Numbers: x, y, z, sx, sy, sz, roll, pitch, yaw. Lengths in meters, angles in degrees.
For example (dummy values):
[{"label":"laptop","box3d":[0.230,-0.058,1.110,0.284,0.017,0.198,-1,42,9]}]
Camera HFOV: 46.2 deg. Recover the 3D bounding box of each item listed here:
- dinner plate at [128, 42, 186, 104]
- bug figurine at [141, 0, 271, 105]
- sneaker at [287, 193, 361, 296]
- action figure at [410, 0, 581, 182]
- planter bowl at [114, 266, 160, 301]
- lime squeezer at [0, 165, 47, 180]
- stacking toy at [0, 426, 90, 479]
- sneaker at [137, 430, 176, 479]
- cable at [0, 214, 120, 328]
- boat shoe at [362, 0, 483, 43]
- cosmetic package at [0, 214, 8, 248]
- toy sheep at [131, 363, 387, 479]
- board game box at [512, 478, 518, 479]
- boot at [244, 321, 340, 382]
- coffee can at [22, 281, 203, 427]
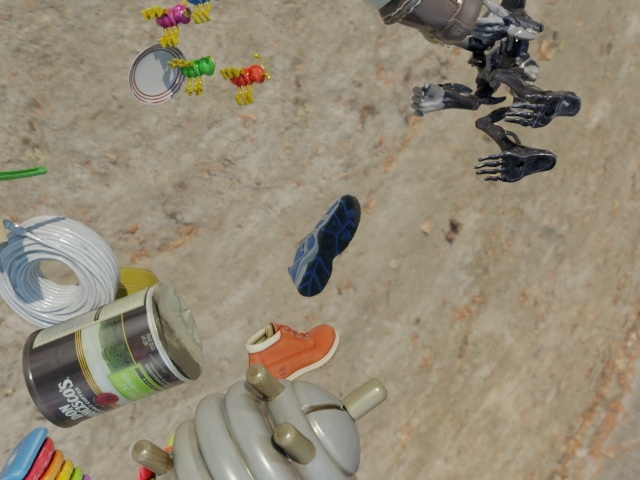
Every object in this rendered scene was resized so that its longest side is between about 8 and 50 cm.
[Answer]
[{"label":"dinner plate","box3d":[-0.348,-0.356,1.601,0.141,0.017,0.141,-29,141,-28]},{"label":"bug figurine","box3d":[-0.227,-0.400,1.498,0.072,0.216,0.279,-64,141,-37]},{"label":"sneaker","box3d":[0.000,0.000,1.418,0.080,0.081,0.211,25,101,-40]},{"label":"action figure","box3d":[0.192,-0.198,0.865,0.141,0.275,0.164,8,130,-14]},{"label":"planter bowl","box3d":[-0.457,0.114,1.810,0.217,0.217,0.090,18,73,-47]},{"label":"lime squeezer","box3d":[-0.571,-0.131,1.195,0.109,0.059,0.310,-67,156,-9]},{"label":"stacking toy","box3d":[-0.636,0.615,1.865,0.302,0.165,0.175,38,121,-18]},{"label":"sneaker","box3d":[-0.233,0.352,1.150,0.082,0.208,0.094,-23,114,14]},{"label":"cable","box3d":[-0.545,0.072,1.552,0.257,0.089,0.257,17,122,-6]},{"label":"boat shoe","box3d":[0.106,-0.288,0.757,0.097,0.324,0.116,33,121,-15]},{"label":"cosmetic package","box3d":[-0.579,-0.042,1.304,0.041,0.060,0.115,-16,86,-28]},{"label":"toy sheep","box3d":[-0.027,0.102,0.335,0.132,0.091,0.091,-31,134,3]},{"label":"board game box","box3d":[0.329,0.420,0.806,0.141,0.291,0.232,-56,146,-35]},{"label":"boot","box3d":[-0.035,0.135,0.984,0.158,0.059,0.084,-30,108,-44]},{"label":"coffee can","box3d":[-0.394,0.219,1.448,0.276,0.201,0.201,-22,134,9]}]
